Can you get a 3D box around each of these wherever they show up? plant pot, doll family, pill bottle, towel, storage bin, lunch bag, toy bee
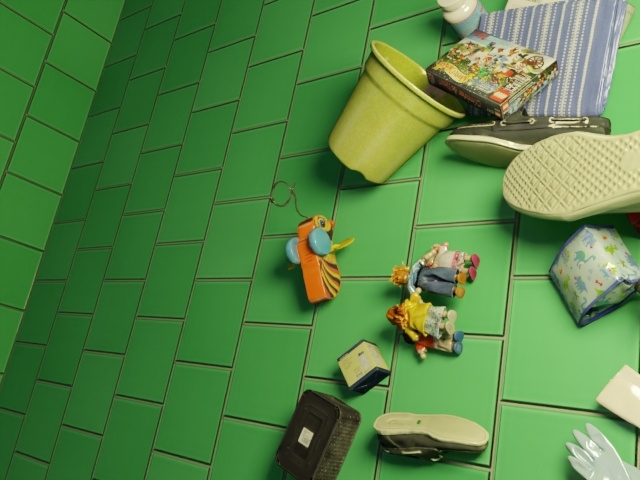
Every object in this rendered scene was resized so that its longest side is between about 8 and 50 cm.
[{"bbox_3d":[0.158,-0.284,1.511,0.254,0.276,0.276,-52,45,25],"label":"plant pot"},{"bbox_3d":[0.220,0.112,1.344,0.163,0.118,0.263,4,73,42],"label":"doll family"},{"bbox_3d":[0.344,-0.537,1.514,0.087,0.160,0.087,-18,60,34],"label":"pill bottle"},{"bbox_3d":[0.470,-0.385,1.370,0.336,0.040,0.243,14,98,50],"label":"towel"},{"bbox_3d":[-0.005,0.435,1.409,0.122,0.084,0.180,20,83,44],"label":"storage bin"},{"bbox_3d":[0.490,0.065,1.156,0.151,0.096,0.129,120,143,-44],"label":"lunch bag"},{"bbox_3d":[0.000,0.000,1.587,0.195,0.162,0.298,3,97,33],"label":"toy bee"}]

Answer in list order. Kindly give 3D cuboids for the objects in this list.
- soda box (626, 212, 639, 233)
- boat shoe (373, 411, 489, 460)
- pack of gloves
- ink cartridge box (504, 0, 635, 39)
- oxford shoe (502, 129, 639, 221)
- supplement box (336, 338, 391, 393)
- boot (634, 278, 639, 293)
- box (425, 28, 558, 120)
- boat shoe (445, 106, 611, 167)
[{"bbox_3d":[0.656,-0.110,1.100,0.263,0.083,0.092,-32,52,27],"label":"soda box"},{"bbox_3d":[0.221,0.392,1.258,0.233,0.084,0.079,-5,105,32],"label":"boat shoe"},{"bbox_3d":[0.535,0.349,1.031,0.195,0.046,0.232,-48,49,-3],"label":"pack of gloves"},{"bbox_3d":[0.503,-0.426,1.400,0.275,0.060,0.239,37,114,43],"label":"ink cartridge box"},{"bbox_3d":[0.507,-0.110,1.095,0.449,0.130,0.169,-7,70,56],"label":"oxford shoe"},{"bbox_3d":[0.095,0.279,1.415,0.083,0.056,0.083,-41,49,18],"label":"supplement box"},{"bbox_3d":[0.663,0.081,1.009,0.263,0.091,0.229,-41,62,-6],"label":"boot"},{"bbox_3d":[0.360,-0.359,1.363,0.159,0.044,0.233,-39,46,-9],"label":"box"},{"bbox_3d":[0.427,-0.221,1.320,0.340,0.127,0.113,10,76,41],"label":"boat shoe"}]
